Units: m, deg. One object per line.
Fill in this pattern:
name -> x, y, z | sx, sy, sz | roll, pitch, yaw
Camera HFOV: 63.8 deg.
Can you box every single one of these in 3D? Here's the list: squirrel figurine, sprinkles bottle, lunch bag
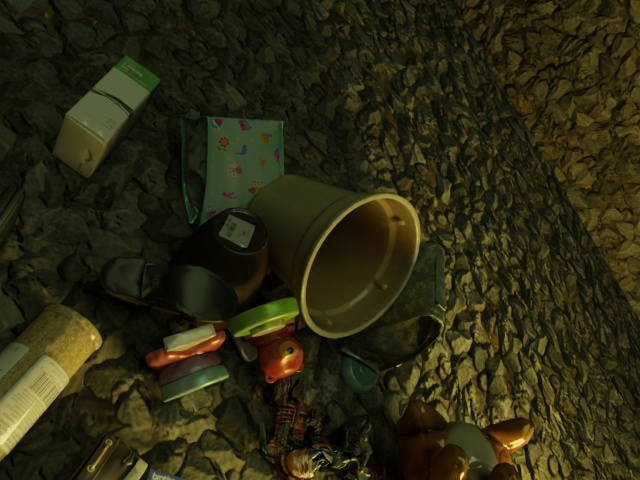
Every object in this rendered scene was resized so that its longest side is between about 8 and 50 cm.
squirrel figurine -> 0.276, 0.591, 1.056 | 0.281, 0.396, 0.370 | 17, 32, -8
sprinkles bottle -> -0.506, 0.264, 0.807 | 0.121, 0.121, 0.355 | 42, 48, -13
lunch bag -> -0.208, -0.159, 1.223 | 0.224, 0.160, 0.262 | -9, 107, -40
lunch bag -> 0.208, 0.162, 1.281 | 0.169, 0.287, 0.235 | 34, 43, -19

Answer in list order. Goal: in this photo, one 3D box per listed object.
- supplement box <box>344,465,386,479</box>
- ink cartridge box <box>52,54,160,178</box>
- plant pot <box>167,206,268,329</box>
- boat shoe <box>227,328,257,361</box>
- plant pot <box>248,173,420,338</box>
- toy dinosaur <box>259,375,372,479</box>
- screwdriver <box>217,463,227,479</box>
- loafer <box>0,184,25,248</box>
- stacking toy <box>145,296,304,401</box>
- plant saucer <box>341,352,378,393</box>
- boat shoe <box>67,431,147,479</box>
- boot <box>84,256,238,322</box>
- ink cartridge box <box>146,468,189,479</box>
supplement box -> 0.102, 0.542, 1.178 | 0.083, 0.055, 0.043 | 18, 58, -29
ink cartridge box -> -0.452, -0.260, 1.088 | 0.093, 0.160, 0.219 | 36, 50, -16
plant pot -> -0.195, 0.039, 1.057 | 0.216, 0.230, 0.215 | 13, 54, -18
boat shoe -> -0.182, 0.204, 1.141 | 0.049, 0.040, 0.142 | -16, 77, -27
plant pot -> 0.000, 0.000, 1.170 | 0.334, 0.306, 0.333 | -22, 126, -33
toy dinosaur -> -0.021, 0.455, 1.098 | 0.219, 0.164, 0.321 | 0, 86, -22
screwdriver -> -0.166, 0.520, 1.013 | 0.024, 0.025, 0.169 | -20, 72, -41
loafer -> -0.603, 0.007, 0.885 | 0.084, 0.096, 0.267 | 22, 58, -20
stacking toy -> -0.157, 0.223, 0.968 | 0.309, 0.279, 0.130 | -17, 77, -20
plant saucer -> 0.106, 0.329, 1.311 | 0.120, 0.021, 0.119 | 17, 58, -30
boat shoe -> -0.417, 0.444, 0.792 | 0.096, 0.117, 0.324 | 48, 44, -2
boot -> -0.304, 0.098, 0.971 | 0.263, 0.229, 0.091 | 19, 70, -19
ink cartridge box -> -0.271, 0.574, 0.870 | 0.186, 0.065, 0.310 | 29, 55, -23
